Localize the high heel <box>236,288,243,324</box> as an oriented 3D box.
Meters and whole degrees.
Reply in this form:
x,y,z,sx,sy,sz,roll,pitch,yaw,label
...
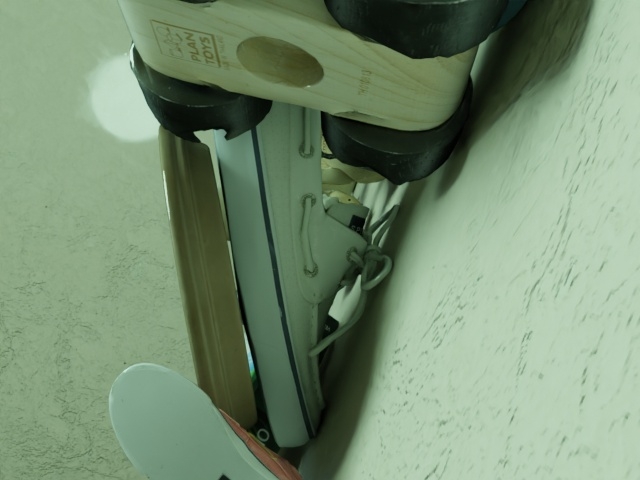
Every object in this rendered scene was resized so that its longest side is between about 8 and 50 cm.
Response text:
x,y,z,sx,sy,sz,roll,pitch,yaw,label
-0.033,0.023,1.227,0.186,0.093,0.261,-55,-11,25,high heel

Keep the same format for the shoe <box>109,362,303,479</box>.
x,y,z,sx,sy,sz,roll,pitch,yaw,label
-0.069,0.153,0.552,0.063,0.178,0.081,-48,-2,-8,shoe

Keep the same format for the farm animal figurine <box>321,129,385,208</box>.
x,y,z,sx,sy,sz,roll,pitch,yaw,label
0.022,-0.164,0.896,0.327,0.172,0.330,-105,17,-50,farm animal figurine

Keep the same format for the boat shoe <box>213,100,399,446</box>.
x,y,z,sx,sy,sz,roll,pitch,yaw,label
-0.001,-0.003,0.713,0.136,0.156,0.367,-143,44,-81,boat shoe

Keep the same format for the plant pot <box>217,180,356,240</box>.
x,y,z,sx,sy,sz,roll,pitch,yaw,label
-0.043,-0.111,1.274,0.284,0.190,0.284,-160,90,-86,plant pot

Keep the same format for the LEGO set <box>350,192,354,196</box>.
x,y,z,sx,sy,sz,roll,pitch,yaw,label
-0.008,0.072,1.088,0.244,0.060,0.182,-58,-6,-46,LEGO set

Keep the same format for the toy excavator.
x,y,z,sx,sy,sz,roll,pitch,yaw,label
-0.044,-0.311,0.574,0.222,0.432,0.445,88,-162,-69,toy excavator

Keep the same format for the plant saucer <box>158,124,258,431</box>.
x,y,z,sx,sy,sz,roll,pitch,yaw,label
-0.092,0.038,0.680,0.278,0.041,0.278,169,90,-83,plant saucer

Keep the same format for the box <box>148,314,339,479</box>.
x,y,z,sx,sy,sz,roll,pitch,yaw,label
-0.113,0.228,0.848,0.232,0.058,0.322,-37,22,55,box
